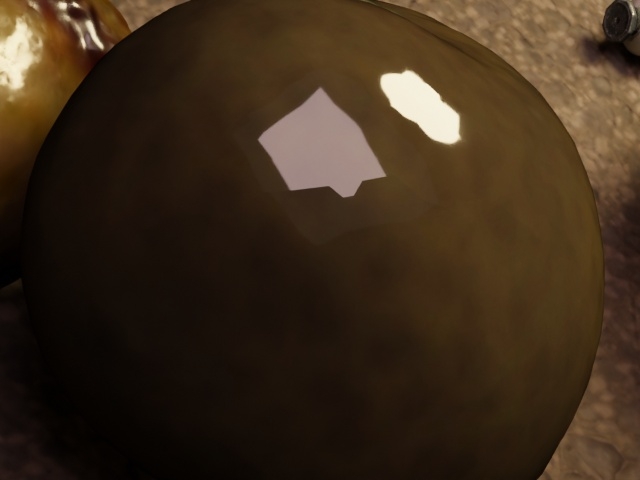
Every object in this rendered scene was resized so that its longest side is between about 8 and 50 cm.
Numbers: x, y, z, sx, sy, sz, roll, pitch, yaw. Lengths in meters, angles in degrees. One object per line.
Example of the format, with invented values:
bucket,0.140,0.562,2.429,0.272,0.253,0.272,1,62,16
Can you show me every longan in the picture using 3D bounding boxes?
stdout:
longan,0.000,0.000,0.720,0.300,0.243,0.300,31,51,-50

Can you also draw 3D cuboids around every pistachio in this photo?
pistachio,-0.179,-0.057,0.747,0.210,0.130,0.165,-36,125,-22

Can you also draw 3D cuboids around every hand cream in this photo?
hand cream,0.284,-0.144,1.092,0.194,0.042,0.067,3,58,-30
